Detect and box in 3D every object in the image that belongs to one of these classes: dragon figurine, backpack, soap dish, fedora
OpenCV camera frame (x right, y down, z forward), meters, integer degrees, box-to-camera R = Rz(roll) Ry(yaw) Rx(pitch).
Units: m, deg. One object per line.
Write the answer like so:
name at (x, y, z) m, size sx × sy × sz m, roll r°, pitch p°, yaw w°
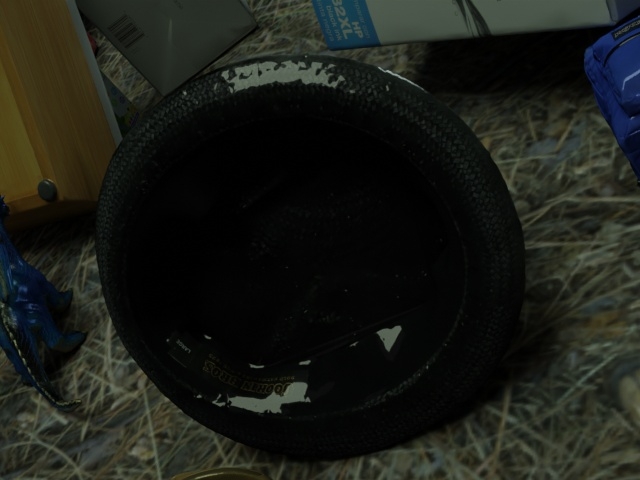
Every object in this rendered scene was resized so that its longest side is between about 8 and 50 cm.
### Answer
dragon figurine at (-0.313, 0.063, 1.188) m, size 0.085 × 0.144 × 0.289 m, roll -37°, pitch 36°, yaw 10°
backpack at (0.250, -0.121, 0.883) m, size 0.098 × 0.101 × 0.120 m, roll -24°, pitch 38°, yaw 14°
soap dish at (-0.351, -0.151, 1.325) m, size 0.229 × 0.290 × 0.118 m, roll -12°, pitch 11°, yaw 35°
fedora at (0.000, 0.000, 0.908) m, size 0.334 × 0.334 × 0.152 m, roll -23°, pitch 10°, yaw 26°

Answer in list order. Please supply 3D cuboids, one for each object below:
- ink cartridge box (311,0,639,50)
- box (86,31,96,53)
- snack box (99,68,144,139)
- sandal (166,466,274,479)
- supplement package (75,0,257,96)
ink cartridge box at (0.163, -0.268, 1.026) m, size 0.307 × 0.129 × 0.223 m, roll 4°, pitch 31°, yaw 46°
box at (-0.466, -0.207, 1.608) m, size 0.300 × 0.142 × 0.154 m, roll -22°, pitch 40°, yaw 27°
snack box at (-0.290, -0.146, 1.415) m, size 0.141 × 0.100 × 0.037 m, roll -15°, pitch 44°, yaw 33°
sandal at (-0.103, 0.210, 0.918) m, size 0.180 × 0.072 × 0.049 m, roll -27°, pitch 17°, yaw 28°
supplement package at (-0.205, -0.322, 1.432) m, size 0.149 × 0.194 × 0.203 m, roll -35°, pitch 36°, yaw 9°
